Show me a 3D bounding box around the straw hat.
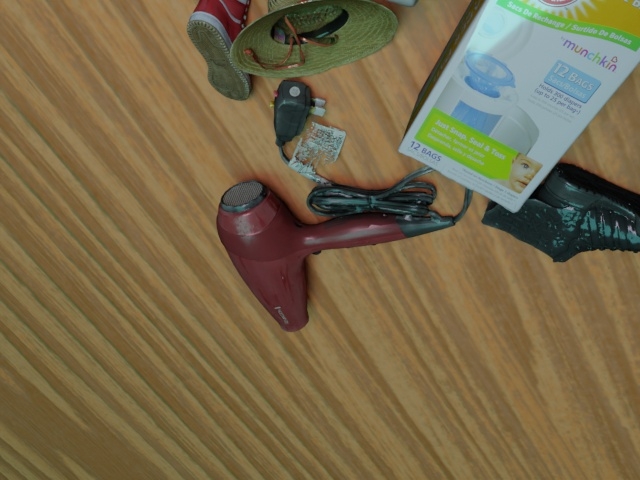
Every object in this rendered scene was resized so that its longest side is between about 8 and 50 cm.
[{"bbox_3d":[-0.012,-0.191,0.534,0.144,0.144,0.061,-13,81,28],"label":"straw hat"}]

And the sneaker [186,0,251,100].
[{"bbox_3d":[-0.083,-0.184,0.591,0.042,0.067,0.118,8,159,11],"label":"sneaker"}]

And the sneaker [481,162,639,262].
[{"bbox_3d":[0.244,-0.012,0.596,0.170,0.051,0.089,28,131,3],"label":"sneaker"}]

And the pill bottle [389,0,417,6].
[{"bbox_3d":[-0.048,-0.266,0.428,0.283,0.160,0.160,21,131,4],"label":"pill bottle"}]

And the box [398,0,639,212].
[{"bbox_3d":[0.159,-0.142,0.486,0.114,0.103,0.203,27,131,-3],"label":"box"}]

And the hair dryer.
[{"bbox_3d":[0.000,0.000,0.674,0.223,0.080,0.293,28,131,-4],"label":"hair dryer"}]
